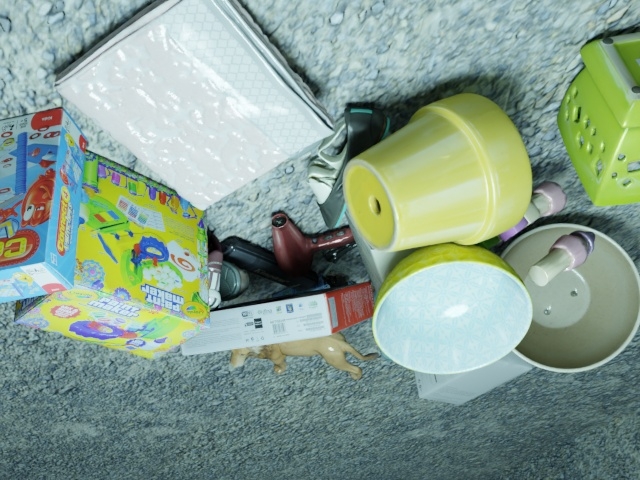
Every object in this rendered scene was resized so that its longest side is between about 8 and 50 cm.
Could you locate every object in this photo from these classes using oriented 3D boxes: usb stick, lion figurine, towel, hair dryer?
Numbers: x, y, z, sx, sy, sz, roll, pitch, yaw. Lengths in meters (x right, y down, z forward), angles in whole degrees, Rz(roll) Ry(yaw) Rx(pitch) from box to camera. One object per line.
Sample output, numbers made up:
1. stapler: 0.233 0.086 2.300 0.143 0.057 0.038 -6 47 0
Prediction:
1. usb stick: -0.119 0.059 1.590 0.077 0.045 0.278 -30 142 33
2. lion figurine: -0.048 0.273 1.827 0.392 0.142 0.240 -4 151 6
3. towel: -0.190 -0.211 1.093 0.317 0.053 0.332 -26 130 26
4. hair dryer: 0.000 0.000 1.526 0.293 0.080 0.223 15 125 -40

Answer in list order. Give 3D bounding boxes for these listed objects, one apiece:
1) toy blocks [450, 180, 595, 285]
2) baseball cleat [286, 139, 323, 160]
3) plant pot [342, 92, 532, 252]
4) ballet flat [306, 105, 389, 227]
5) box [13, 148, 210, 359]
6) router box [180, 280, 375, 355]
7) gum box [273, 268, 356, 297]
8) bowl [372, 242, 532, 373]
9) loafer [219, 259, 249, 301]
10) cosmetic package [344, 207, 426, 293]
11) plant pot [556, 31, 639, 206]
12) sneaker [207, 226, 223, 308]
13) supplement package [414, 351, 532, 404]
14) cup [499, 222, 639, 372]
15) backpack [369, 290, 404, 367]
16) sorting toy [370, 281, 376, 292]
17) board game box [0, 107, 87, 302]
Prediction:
1. toy blocks: 0.379 -0.049 1.422 0.260 0.309 0.288 -29 173 -33
2. baseball cleat: -0.098 -0.181 1.199 0.206 0.072 0.109 -14 147 8
3. plant pot: 0.179 -0.094 1.163 0.239 0.254 0.254 -22 153 -23
4. ballet flat: 0.032 -0.140 1.284 0.096 0.095 0.280 15 132 -13
5. box: -0.372 0.034 1.281 0.177 0.279 0.290 -31 140 31
6. router box: -0.084 0.163 1.485 0.335 0.082 0.301 -11 177 20
7. gum box: 0.000 0.147 1.754 0.184 0.041 0.157 -26 143 26
8. bowl: 0.237 0.100 1.312 0.289 0.156 0.289 0 129 -1
9. loafer: -0.231 0.089 1.541 0.084 0.096 0.267 0 175 -41
10. cosmetic package: 0.152 0.032 1.460 0.113 0.160 0.309 -27 142 -3
11. plant pot: 0.546 -0.217 1.152 0.228 0.227 0.207 -9 141 2
12. sneaker: -0.288 0.042 1.484 0.281 0.163 0.106 11 176 45
13. supplement package: 0.430 0.336 2.016 0.177 0.175 0.293 17 140 -32
14. cup: 0.569 0.134 1.652 0.331 0.331 0.237 -16 173 13
15. backpack: 0.226 0.196 1.702 0.191 0.225 0.253 -14 159 -14
16. sorting toy: 0.151 0.108 1.755 0.062 0.012 0.083 -5 147 -9
17. board game box: -0.544 -0.044 1.102 0.308 0.302 0.086 -11 147 4
